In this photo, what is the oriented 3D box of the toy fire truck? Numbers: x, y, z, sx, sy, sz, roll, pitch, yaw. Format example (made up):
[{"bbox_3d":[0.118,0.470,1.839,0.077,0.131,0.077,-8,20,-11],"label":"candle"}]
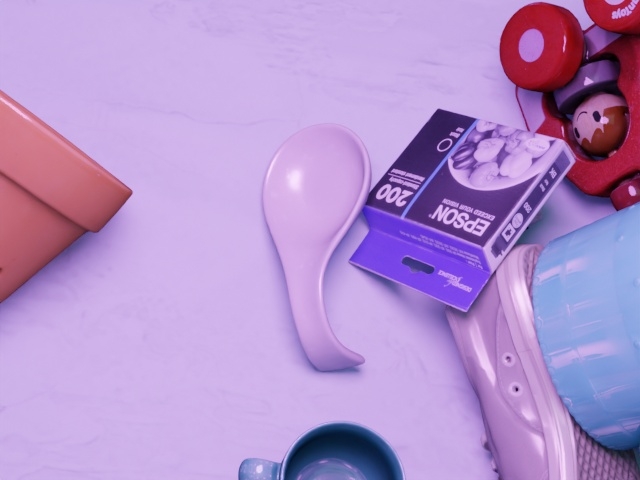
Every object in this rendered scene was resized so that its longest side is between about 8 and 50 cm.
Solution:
[{"bbox_3d":[0.350,-0.167,1.596,0.169,0.302,0.254,5,60,-43],"label":"toy fire truck"}]

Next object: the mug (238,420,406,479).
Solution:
[{"bbox_3d":[0.007,0.252,1.510,0.157,0.097,0.129,40,69,8],"label":"mug"}]

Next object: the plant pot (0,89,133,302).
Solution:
[{"bbox_3d":[-0.369,-0.058,1.510,0.291,0.291,0.203,36,88,8],"label":"plant pot"}]

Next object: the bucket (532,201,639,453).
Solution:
[{"bbox_3d":[0.360,0.083,1.500,0.281,0.183,0.281,28,51,-41],"label":"bucket"}]

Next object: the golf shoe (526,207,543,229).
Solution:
[{"bbox_3d":[0.202,-0.026,1.640,0.094,0.077,0.198,23,71,3],"label":"golf shoe"}]

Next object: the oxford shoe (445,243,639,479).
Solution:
[{"bbox_3d":[0.242,0.229,1.536,0.130,0.169,0.449,-23,78,34],"label":"oxford shoe"}]

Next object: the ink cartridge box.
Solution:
[{"bbox_3d":[0.142,-0.040,1.581,0.206,0.045,0.208,22,70,50],"label":"ink cartridge box"}]

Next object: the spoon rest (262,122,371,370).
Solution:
[{"bbox_3d":[0.000,0.000,1.597,0.137,0.084,0.276,-14,71,26],"label":"spoon rest"}]
